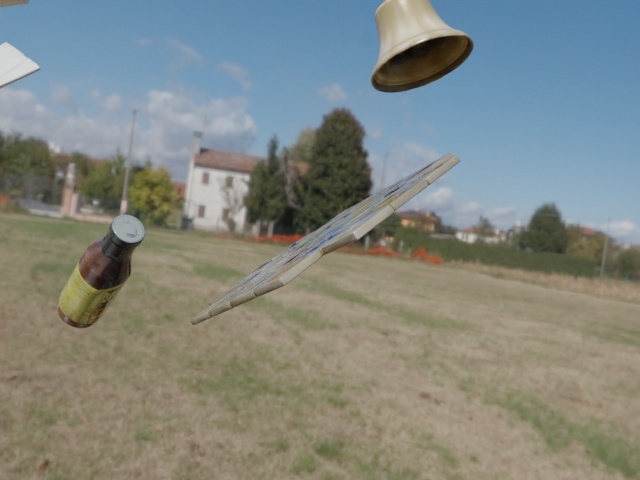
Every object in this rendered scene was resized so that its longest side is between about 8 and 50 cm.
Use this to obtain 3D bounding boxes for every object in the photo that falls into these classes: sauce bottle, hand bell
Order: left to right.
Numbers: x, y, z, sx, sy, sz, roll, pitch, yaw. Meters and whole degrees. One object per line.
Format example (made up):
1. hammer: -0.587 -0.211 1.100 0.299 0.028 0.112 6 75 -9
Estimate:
1. sauce bottle: -0.176 0.026 0.562 0.042 0.042 0.128 7 -35 -33
2. hand bell: 0.083 -0.315 0.842 0.126 0.242 0.126 -17 -13 -4

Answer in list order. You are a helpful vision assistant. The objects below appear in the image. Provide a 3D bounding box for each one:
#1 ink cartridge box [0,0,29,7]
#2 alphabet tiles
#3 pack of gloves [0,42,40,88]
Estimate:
1. ink cartridge box: -0.534 -0.462 0.989 0.171 0.233 0.168 5 6 32
2. alphabet tiles: 0.000 0.000 0.814 0.285 0.011 0.342 -36 5 -35
3. pack of gloves: -0.495 -0.188 0.864 0.195 0.046 0.232 34 57 27
